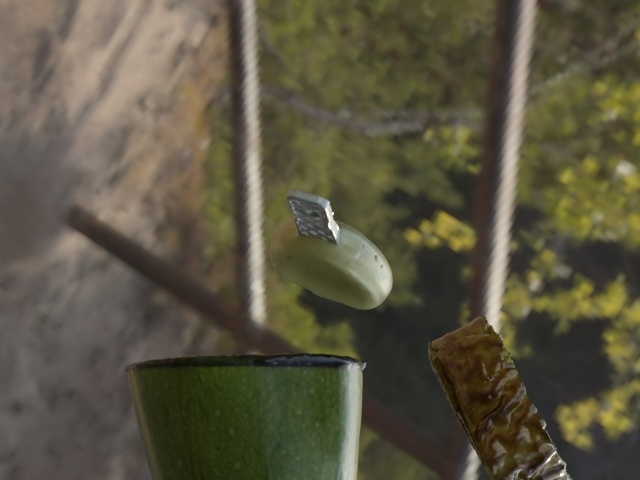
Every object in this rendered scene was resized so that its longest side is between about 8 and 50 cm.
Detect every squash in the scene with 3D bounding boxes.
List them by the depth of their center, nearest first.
[{"bbox_3d":[-0.096,0.305,2.212,0.310,0.310,0.308,20,68,-66],"label":"squash"}]

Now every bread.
[{"bbox_3d":[0.217,0.213,2.108,0.096,0.222,0.181,-28,145,3],"label":"bread"}]

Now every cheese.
[{"bbox_3d":[0.000,0.000,1.706,0.255,0.127,0.050,68,40,-68],"label":"cheese"}]
